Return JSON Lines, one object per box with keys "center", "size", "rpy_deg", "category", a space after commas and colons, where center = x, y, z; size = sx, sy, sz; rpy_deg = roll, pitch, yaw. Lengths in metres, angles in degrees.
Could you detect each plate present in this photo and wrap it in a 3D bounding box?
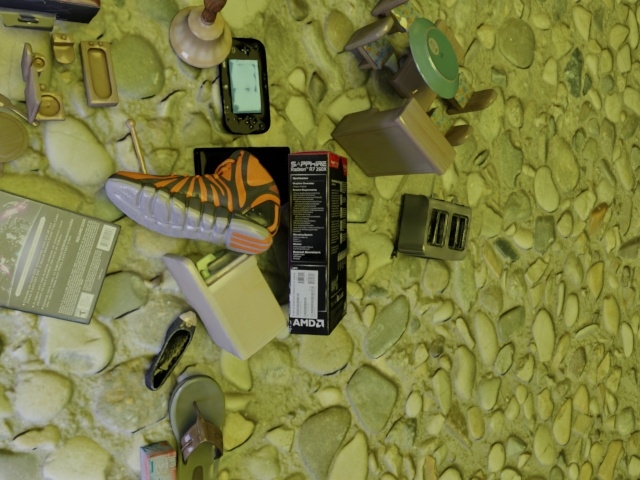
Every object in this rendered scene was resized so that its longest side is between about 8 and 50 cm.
{"center": [0.260, -0.404, 1.209], "size": [0.188, 0.024, 0.188], "rpy_deg": [16, 67, -42], "category": "plate"}

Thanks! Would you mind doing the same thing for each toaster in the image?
{"center": [0.293, -0.027, 1.444], "size": [0.168, 0.110, 0.185], "rpy_deg": [10, 88, -32], "category": "toaster"}

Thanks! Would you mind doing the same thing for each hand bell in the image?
{"center": [-0.203, -0.413, 1.000], "size": [0.126, 0.242, 0.126], "rpy_deg": [0, 89, -19], "category": "hand bell"}

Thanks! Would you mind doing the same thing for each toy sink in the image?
{"center": [-0.189, 0.099, 1.115], "size": [0.131, 0.153, 0.234], "rpy_deg": [-37, 111, -26], "category": "toy sink"}

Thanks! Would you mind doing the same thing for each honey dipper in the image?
{"center": [-0.348, -0.155, 1.065], "size": [0.030, 0.030, 0.160], "rpy_deg": [-20, 102, -30], "category": "honey dipper"}

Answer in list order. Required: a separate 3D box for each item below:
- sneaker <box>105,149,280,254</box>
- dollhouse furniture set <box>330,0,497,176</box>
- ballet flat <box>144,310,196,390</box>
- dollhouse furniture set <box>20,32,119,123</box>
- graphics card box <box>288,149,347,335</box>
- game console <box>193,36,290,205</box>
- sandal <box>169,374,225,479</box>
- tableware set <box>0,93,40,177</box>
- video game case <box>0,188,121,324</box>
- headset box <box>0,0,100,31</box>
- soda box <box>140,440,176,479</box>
{"center": [-0.230, -0.098, 1.060], "size": [0.321, 0.124, 0.180], "rpy_deg": [19, 58, -12], "category": "sneaker"}
{"center": [0.244, -0.353, 1.300], "size": [0.362, 0.256, 0.394], "rpy_deg": [44, 71, -28], "category": "dollhouse furniture set"}
{"center": [-0.296, 0.225, 1.115], "size": [0.057, 0.049, 0.173], "rpy_deg": [33, 76, -31], "category": "ballet flat"}
{"center": [-0.420, -0.288, 0.940], "size": [0.151, 0.123, 0.144], "rpy_deg": [-10, 90, -32], "category": "dollhouse furniture set"}
{"center": [0.000, 0.000, 1.191], "size": [0.094, 0.233, 0.371], "rpy_deg": [0, 95, 11], "category": "graphics card box"}
{"center": [-0.168, -0.243, 1.167], "size": [0.213, 0.044, 0.361], "rpy_deg": [-8, 97, -33], "category": "game console"}
{"center": [-0.244, 0.426, 1.142], "size": [0.120, 0.086, 0.302], "rpy_deg": [-3, 95, -33], "category": "sandal"}
{"center": [-0.582, -0.201, 0.905], "size": [0.194, 0.039, 0.128], "rpy_deg": [40, 61, -35], "category": "tableware set"}
{"center": [-0.517, 0.026, 0.972], "size": [0.274, 0.026, 0.196], "rpy_deg": [20, 83, -32], "category": "video game case"}
{"center": [-0.489, -0.497, 0.898], "size": [0.218, 0.110, 0.293], "rpy_deg": [-6, 97, -32], "category": "headset box"}
{"center": [-0.325, 0.506, 1.109], "size": [0.058, 0.063, 0.183], "rpy_deg": [-2, 94, -33], "category": "soda box"}
